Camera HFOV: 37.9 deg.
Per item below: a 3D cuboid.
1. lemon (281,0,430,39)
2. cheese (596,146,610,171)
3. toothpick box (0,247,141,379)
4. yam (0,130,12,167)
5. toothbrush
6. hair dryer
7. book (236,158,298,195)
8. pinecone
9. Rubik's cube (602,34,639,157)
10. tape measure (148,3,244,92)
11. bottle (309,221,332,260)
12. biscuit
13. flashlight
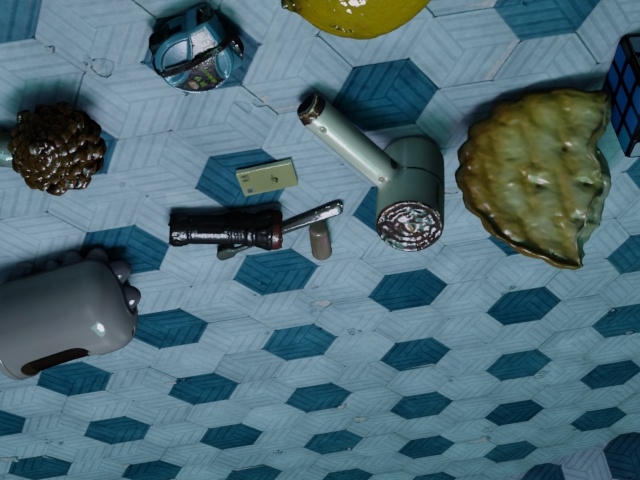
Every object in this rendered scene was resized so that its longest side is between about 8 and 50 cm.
[{"bbox_3d":[0.064,-0.399,1.279,0.254,0.228,0.228,-26,142,21],"label":"lemon"},{"bbox_3d":[0.445,-0.112,1.874,0.266,0.127,0.233,-5,149,-2],"label":"cheese"},{"bbox_3d":[-0.526,0.143,1.951,0.317,0.229,0.229,-17,145,8],"label":"toothpick box"},{"bbox_3d":[-0.599,-0.162,1.597,0.169,0.068,0.068,3,144,-20],"label":"yam"},{"bbox_3d":[-0.086,-0.022,1.960,0.297,0.030,0.030,-21,135,14],"label":"toothbrush"},{"bbox_3d":[0.086,-0.154,1.704,0.362,0.203,0.128,38,127,-25],"label":"hair dryer"},{"bbox_3d":[-0.103,-0.123,1.820,0.111,0.014,0.077,-11,147,3],"label":"book"},{"bbox_3d":[-0.441,-0.153,1.582,0.174,0.173,0.173,-6,146,-4],"label":"pinecone"},{"bbox_3d":[0.613,-0.261,1.665,0.163,0.160,0.162,-5,146,-6],"label":"Rubik's cube"},{"bbox_3d":[-0.197,-0.297,1.486,0.146,0.081,0.125,-21,141,17],"label":"tape measure"},{"bbox_3d":[0.000,0.000,1.998,0.045,0.045,0.096,-9,144,-1],"label":"bottle"},{"bbox_3d":[0.429,-0.133,1.722,0.335,0.329,0.078,-46,179,6],"label":"biscuit"},{"bbox_3d":[-0.192,-0.024,1.889,0.232,0.093,0.093,2,144,-7],"label":"flashlight"}]
